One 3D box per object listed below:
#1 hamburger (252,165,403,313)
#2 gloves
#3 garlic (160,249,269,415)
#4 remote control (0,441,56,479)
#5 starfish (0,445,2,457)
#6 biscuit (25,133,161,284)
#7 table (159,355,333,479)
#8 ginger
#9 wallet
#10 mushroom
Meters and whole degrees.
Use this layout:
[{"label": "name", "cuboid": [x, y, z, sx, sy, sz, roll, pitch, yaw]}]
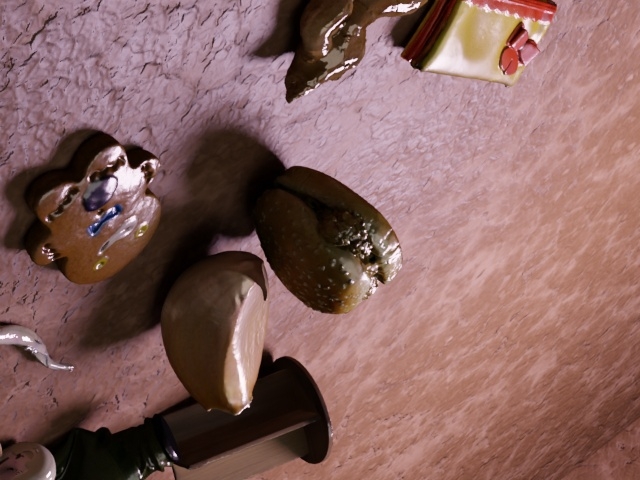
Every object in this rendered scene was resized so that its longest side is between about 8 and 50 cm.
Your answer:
[{"label": "hamburger", "cuboid": [0.000, 0.000, 2.060, 0.122, 0.189, 0.215, -45, 167, -16]}, {"label": "gloves", "cuboid": [-0.312, 0.317, 2.165, 0.268, 0.135, 0.107, -25, 176, -14]}, {"label": "garlic", "cuboid": [-0.118, 0.100, 2.073, 0.145, 0.164, 0.245, -11, 136, -24]}, {"label": "remote control", "cuboid": [-0.427, 0.317, 2.033, 0.221, 0.078, 0.042, -29, 138, -30]}, {"label": "starfish", "cuboid": [-0.473, 0.257, 1.913, 0.231, 0.048, 0.295, -53, 157, -6]}, {"label": "biscuit", "cuboid": [-0.246, -0.027, 1.836, 0.180, 0.039, 0.236, -41, 157, -10]}, {"label": "table", "cuboid": [-0.121, 0.280, 2.374, 0.227, 0.167, 0.167, -19, 145, -28]}, {"label": "ginger", "cuboid": [0.040, -0.246, 1.911, 0.214, 0.059, 0.133, -28, 142, -35]}, {"label": "wallet", "cuboid": [0.214, -0.270, 2.123, 0.241, 0.067, 0.141, -2, 129, -55]}, {"label": "mushroom", "cuboid": [-0.374, 0.129, 1.881, 0.068, 0.043, 0.306, -37, 162, 28]}]
